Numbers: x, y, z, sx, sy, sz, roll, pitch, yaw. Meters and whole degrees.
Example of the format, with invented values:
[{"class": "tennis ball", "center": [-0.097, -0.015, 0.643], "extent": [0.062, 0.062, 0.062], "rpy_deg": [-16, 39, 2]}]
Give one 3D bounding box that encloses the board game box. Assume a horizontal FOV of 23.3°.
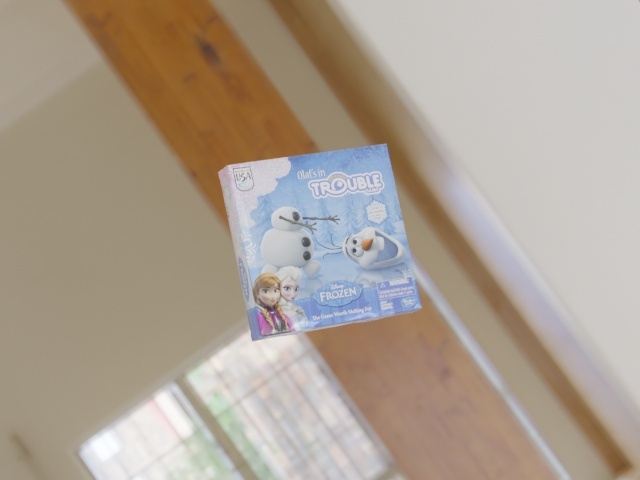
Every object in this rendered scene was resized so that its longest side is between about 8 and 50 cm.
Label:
[{"class": "board game box", "center": [0.000, 0.000, 0.799], "extent": [0.020, 0.090, 0.090], "rpy_deg": [148, 111, -68]}]
